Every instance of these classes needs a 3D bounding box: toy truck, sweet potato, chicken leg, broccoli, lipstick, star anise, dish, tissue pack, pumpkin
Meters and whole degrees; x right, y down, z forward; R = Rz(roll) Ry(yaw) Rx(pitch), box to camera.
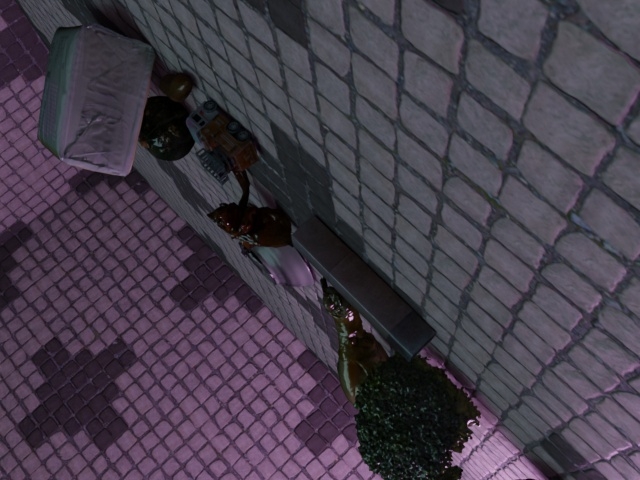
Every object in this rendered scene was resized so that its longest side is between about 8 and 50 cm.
[{"bbox_3d":[-0.229,-0.218,1.520,0.177,0.115,0.080,44,167,26],"label":"toy truck"},{"bbox_3d":[-0.337,-0.354,1.600,0.218,0.051,0.065,24,111,61],"label":"sweet potato"},{"bbox_3d":[0.097,0.274,1.769,0.201,0.152,0.429,-86,-22,-63],"label":"chicken leg"},{"bbox_3d":[0.247,0.432,1.602,0.249,0.301,0.376,-10,98,50],"label":"broccoli"},{"bbox_3d":[0.088,0.102,1.506,0.371,0.076,0.080,45,168,16],"label":"lipstick"},{"bbox_3d":[-0.180,-0.075,1.752,0.237,0.148,0.346,14,148,29],"label":"star anise"},{"bbox_3d":[-0.156,0.041,2.068,0.316,0.106,0.316,45,167,13],"label":"dish"},{"bbox_3d":[-0.586,-0.367,1.768,0.205,0.332,0.405,10,-171,-30],"label":"tissue pack"},{"bbox_3d":[-0.414,-0.296,1.829,0.190,0.146,0.190,28,140,27],"label":"pumpkin"}]

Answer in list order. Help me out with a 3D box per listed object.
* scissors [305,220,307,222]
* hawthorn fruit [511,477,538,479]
[{"bbox_3d":[0.000,0.000,1.638,0.039,0.012,0.113,29,158,55],"label":"scissors"},{"bbox_3d":[0.453,0.664,1.519,0.316,0.316,0.316,45,167,13],"label":"hawthorn fruit"}]
